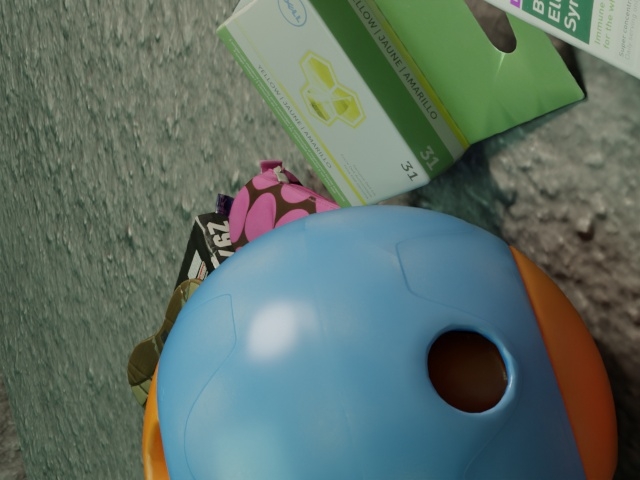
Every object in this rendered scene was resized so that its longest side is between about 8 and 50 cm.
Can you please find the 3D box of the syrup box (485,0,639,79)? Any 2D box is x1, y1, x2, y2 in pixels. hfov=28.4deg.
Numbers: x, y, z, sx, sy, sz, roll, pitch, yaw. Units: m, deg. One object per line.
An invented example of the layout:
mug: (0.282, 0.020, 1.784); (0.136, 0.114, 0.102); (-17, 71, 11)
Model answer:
syrup box: (0.176, -0.135, 0.617); (0.237, 0.096, 0.093); (42, 136, 49)

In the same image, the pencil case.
pencil case: (0.000, 0.000, 1.025); (0.209, 0.095, 0.098); (25, 108, 55)

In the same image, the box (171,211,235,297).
box: (-0.076, 0.165, 1.247); (0.257, 0.079, 0.322); (63, 150, 31)

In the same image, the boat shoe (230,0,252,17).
boat shoe: (0.017, -0.204, 0.932); (0.084, 0.095, 0.258); (47, 151, 1)

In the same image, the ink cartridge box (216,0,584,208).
ink cartridge box: (0.043, -0.119, 0.846); (0.171, 0.056, 0.235); (55, 152, -9)

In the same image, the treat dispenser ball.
treat dispenser ball: (0.036, 0.122, 0.777); (0.288, 0.288, 0.288); (33, 128, 55)

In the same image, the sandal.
sandal: (-0.130, 0.104, 1.201); (0.072, 0.049, 0.180); (56, 131, 28)
